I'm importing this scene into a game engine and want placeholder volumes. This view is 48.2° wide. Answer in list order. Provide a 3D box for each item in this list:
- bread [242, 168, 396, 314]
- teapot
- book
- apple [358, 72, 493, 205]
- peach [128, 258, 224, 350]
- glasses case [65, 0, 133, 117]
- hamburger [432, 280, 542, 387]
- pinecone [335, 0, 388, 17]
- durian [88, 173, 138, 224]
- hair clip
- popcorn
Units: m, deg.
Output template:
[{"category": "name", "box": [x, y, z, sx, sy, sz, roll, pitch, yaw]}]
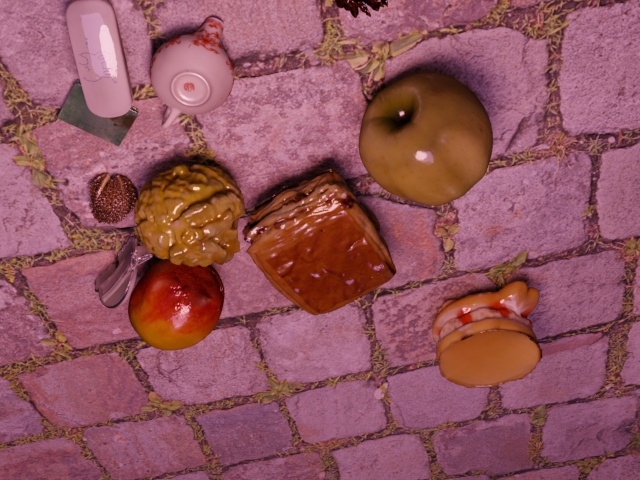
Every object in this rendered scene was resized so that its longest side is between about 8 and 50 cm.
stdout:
[{"category": "bread", "box": [0.000, 0.000, 1.631, 0.278, 0.167, 0.324, -29, 127, 16]}, {"category": "teapot", "box": [-0.255, -0.309, 1.389, 0.159, 0.116, 0.245, 20, 131, -36]}, {"category": "book", "box": [-0.450, -0.258, 1.452, 0.135, 0.017, 0.103, 25, 123, -26]}, {"category": "apple", "box": [0.220, -0.201, 1.455, 0.279, 0.279, 0.279, -4, 130, -4]}, {"category": "peach", "box": [-0.335, 0.144, 1.670, 0.231, 0.231, 0.230, -4, 130, -4]}, {"category": "glasses case", "box": [-0.416, -0.343, 1.352, 0.092, 0.059, 0.233, -7, 127, -8]}, {"category": "hamburger", "box": [0.440, 0.236, 1.876, 0.261, 0.186, 0.302, 20, 135, -21]}, {"category": "pinecone", "box": [0.081, -0.486, 1.247, 0.165, 0.163, 0.163, -40, 125, 8]}, {"category": "durian", "box": [-0.465, -0.076, 1.573, 0.111, 0.071, 0.140, 21, 129, -23]}, {"category": "hair clip", "box": [-0.466, 0.078, 1.657, 0.054, 0.140, 0.220, 18, 127, -40]}, {"category": "popcorn", "box": [-0.266, -0.040, 1.526, 0.259, 0.212, 0.259, -12, 118, -23]}]
